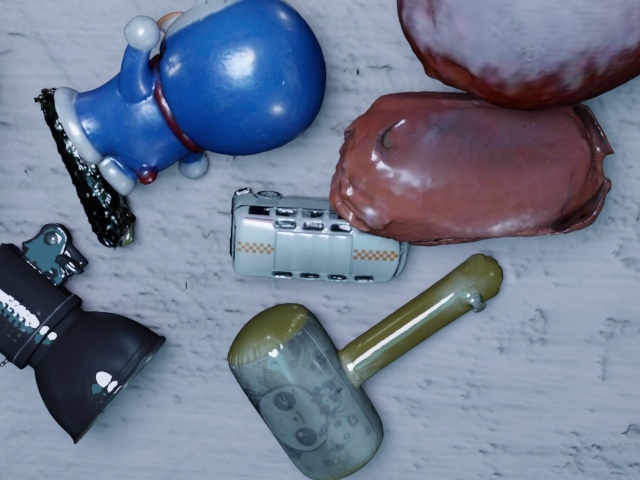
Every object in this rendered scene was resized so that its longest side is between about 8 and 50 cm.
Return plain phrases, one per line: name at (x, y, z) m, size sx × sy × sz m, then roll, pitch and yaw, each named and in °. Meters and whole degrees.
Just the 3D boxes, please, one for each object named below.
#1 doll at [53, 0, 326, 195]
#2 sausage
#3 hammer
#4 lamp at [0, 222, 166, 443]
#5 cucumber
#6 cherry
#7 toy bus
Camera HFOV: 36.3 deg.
doll at (-0.120, -0.142, 0.940) m, size 0.257 × 0.215 × 0.161 m, roll -19°, pitch 63°, yaw 11°
sausage at (0.146, -0.070, 0.949) m, size 0.280 × 0.152 × 0.152 m, roll -2°, pitch 108°, yaw -11°
hammer at (0.068, 0.114, 1.056) m, size 0.306 × 0.113 × 0.201 m, roll -32°, pitch 108°, yaw 2°
lamp at (-0.292, 0.082, 1.035) m, size 0.227 × 0.147 × 0.172 m, roll 41°, pitch 91°, yaw -4°
cucumber at (-0.243, -0.077, 1.018) m, size 0.053 × 0.053 × 0.181 m, roll -21°, pitch 105°, yaw 8°
cherry at (0.200, -0.288, 0.828) m, size 0.335 × 0.291 × 0.326 m, roll -34°, pitch 112°, yaw 2°
toy bus at (0.000, 0.000, 1.017) m, size 0.194 × 0.089 × 0.087 m, roll 4°, pitch 108°, yaw -1°
